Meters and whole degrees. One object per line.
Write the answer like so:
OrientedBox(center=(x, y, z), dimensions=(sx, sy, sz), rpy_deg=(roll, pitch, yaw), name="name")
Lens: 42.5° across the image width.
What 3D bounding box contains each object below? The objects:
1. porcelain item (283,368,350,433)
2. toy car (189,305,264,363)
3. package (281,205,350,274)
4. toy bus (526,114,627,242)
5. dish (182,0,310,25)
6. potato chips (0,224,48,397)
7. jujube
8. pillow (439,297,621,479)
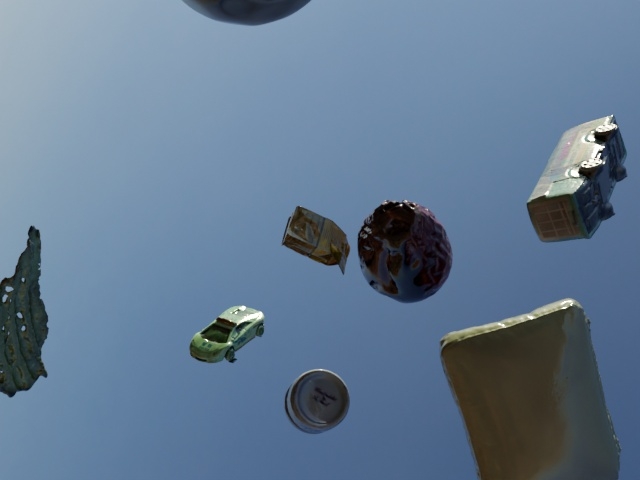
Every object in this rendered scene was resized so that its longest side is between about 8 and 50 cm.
OrientedBox(center=(-0.012, 0.389, 1.983), dimensions=(0.114, 0.147, 0.147), rpy_deg=(130, -34, -66), name="porcelain item")
OrientedBox(center=(-0.176, 0.175, 1.574), dimensions=(0.093, 0.186, 0.058), rpy_deg=(16, -63, 24), name="toy car")
OrientedBox(center=(0.000, 0.000, 1.436), dimensions=(0.047, 0.131, 0.071), rpy_deg=(-48, -160, 49), name="package")
OrientedBox(center=(0.386, -0.095, 1.213), dimensions=(0.109, 0.091, 0.262), rpy_deg=(-10, -156, 35), name="toy bus")
OrientedBox(center=(-0.085, -0.470, 1.262), dimensions=(0.124, 0.324, 0.324), rpy_deg=(50, -61, 45), name="dish")
OrientedBox(center=(-0.330, 0.087, 0.894), dimensions=(0.028, 0.092, 0.207), rpy_deg=(23, -57, 20), name="potato chips")
OrientedBox(center=(0.137, 0.012, 1.379), dimensions=(0.168, 0.236, 0.168), rpy_deg=(-4, -114, 10), name="jujube")
OrientedBox(center=(0.353, 0.277, 1.366), dimensions=(0.120, 0.255, 0.322), rpy_deg=(-100, 174, -80), name="pillow")
